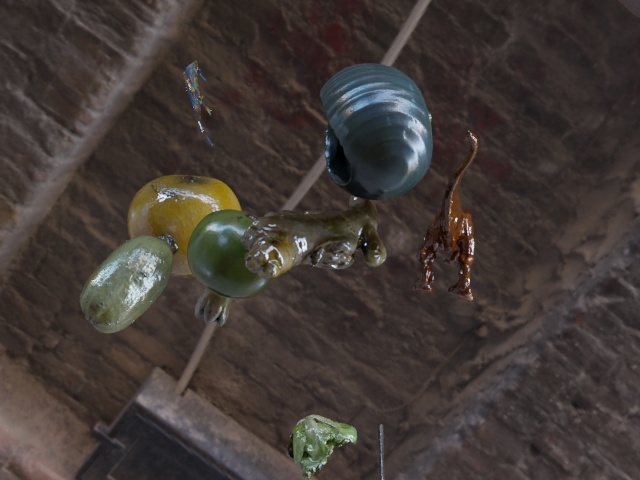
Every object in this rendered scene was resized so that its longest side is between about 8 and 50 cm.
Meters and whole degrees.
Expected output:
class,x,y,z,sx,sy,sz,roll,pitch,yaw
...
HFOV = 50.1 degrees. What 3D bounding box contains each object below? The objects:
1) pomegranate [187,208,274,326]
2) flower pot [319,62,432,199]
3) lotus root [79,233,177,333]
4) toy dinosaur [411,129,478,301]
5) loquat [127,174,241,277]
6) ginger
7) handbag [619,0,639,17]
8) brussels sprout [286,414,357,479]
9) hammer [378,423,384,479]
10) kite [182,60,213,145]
class,x,y,z,sx,sy,sz,roll,pitch,yaw
pomegranate,-0.163,0.044,1.225,0.179,0.210,0.179,24,-19,9
flower pot,0.082,-0.168,1.042,0.243,0.157,0.189,-99,-175,-49
lotus root,-0.261,0.050,0.965,0.077,0.183,0.090,12,-47,28
toy dinosaur,0.227,-0.003,1.184,0.097,0.208,0.432,10,-16,1
loquat,-0.312,-0.039,1.580,0.263,0.263,0.263,38,10,-8
ginger,-0.002,0.000,1.057,0.333,0.080,0.166,-8,44,-45
handbag,0.705,-0.574,1.440,0.151,0.072,0.193,39,-19,-4
brussels sprout,-0.004,0.220,0.743,0.058,0.085,0.085,48,13,28
hammer,0.148,0.562,1.617,0.058,0.029,0.292,28,38,-21
kite,-0.238,-0.285,1.338,0.160,0.010,0.183,62,18,-70
